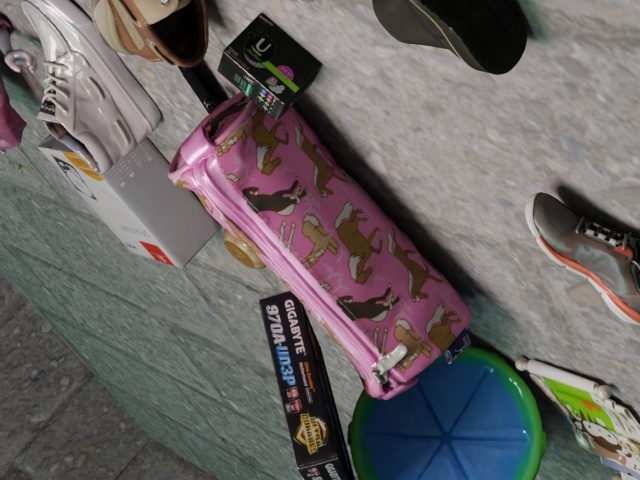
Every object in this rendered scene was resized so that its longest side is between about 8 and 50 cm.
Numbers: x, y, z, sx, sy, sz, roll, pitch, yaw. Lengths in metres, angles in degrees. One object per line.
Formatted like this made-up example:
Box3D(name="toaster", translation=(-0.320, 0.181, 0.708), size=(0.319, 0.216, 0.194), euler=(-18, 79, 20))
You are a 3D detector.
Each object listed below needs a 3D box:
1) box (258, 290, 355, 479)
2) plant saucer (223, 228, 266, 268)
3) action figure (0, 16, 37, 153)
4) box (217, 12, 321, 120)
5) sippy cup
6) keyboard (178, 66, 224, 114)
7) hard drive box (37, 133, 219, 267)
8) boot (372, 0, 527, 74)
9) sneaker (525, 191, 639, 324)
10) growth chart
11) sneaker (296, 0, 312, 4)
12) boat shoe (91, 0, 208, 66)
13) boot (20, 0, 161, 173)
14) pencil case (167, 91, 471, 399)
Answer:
Box3D(name="box", translation=(-0.012, 0.192, 1.612), size=(0.175, 0.051, 0.220), euler=(70, -176, -59))
Box3D(name="plant saucer", translation=(-0.116, 0.016, 2.030), size=(0.083, 0.015, 0.083), euler=(36, 161, 15))
Box3D(name="action figure", translation=(-0.539, -0.290, 2.028), size=(0.370, 0.248, 0.275), euler=(96, 167, -53))
Box3D(name="box", translation=(-0.053, -0.176, 1.401), size=(0.083, 0.062, 0.052), euler=(40, 160, 2))
Box3D(name="sippy cup", translation=(0.166, 0.266, 1.740), size=(0.240, 0.305, 0.224), euler=(6, 163, 12))
Box3D(name="keyboard", translation=(-0.111, -0.148, 1.648), size=(0.192, 0.038, 0.100), euler=(56, 180, -39))
Box3D(name="hard drive box", translation=(-0.283, -0.080, 2.032), size=(0.232, 0.089, 0.181), euler=(51, 160, -27))
Box3D(name="boot", translation=(0.063, -0.214, 1.083), size=(0.137, 0.077, 0.198), euler=(24, 154, 53))
Box3D(name="sneaker", translation=(0.256, 0.004, 1.235), size=(0.158, 0.061, 0.065), euler=(41, 135, -1))
Box3D(name="growth chart", translation=(0.335, 0.226, 1.605), size=(0.237, 0.021, 0.172), euler=(50, 161, -21))
Box3D(name="sneaker", translation=(-0.061, -0.293, 1.143), size=(0.215, 0.084, 0.083), euler=(57, 161, -17))
Box3D(name="boat shoe", translation=(-0.170, -0.277, 1.347), size=(0.116, 0.123, 0.324), euler=(28, 165, 16))
Box3D(name="boot", translation=(-0.324, -0.205, 1.774), size=(0.258, 0.123, 0.095), euler=(51, 159, -25))
Box3D(name="pencil case", translation=(0.000, 0.000, 1.528), size=(0.386, 0.160, 0.167), euler=(49, 175, -15))
